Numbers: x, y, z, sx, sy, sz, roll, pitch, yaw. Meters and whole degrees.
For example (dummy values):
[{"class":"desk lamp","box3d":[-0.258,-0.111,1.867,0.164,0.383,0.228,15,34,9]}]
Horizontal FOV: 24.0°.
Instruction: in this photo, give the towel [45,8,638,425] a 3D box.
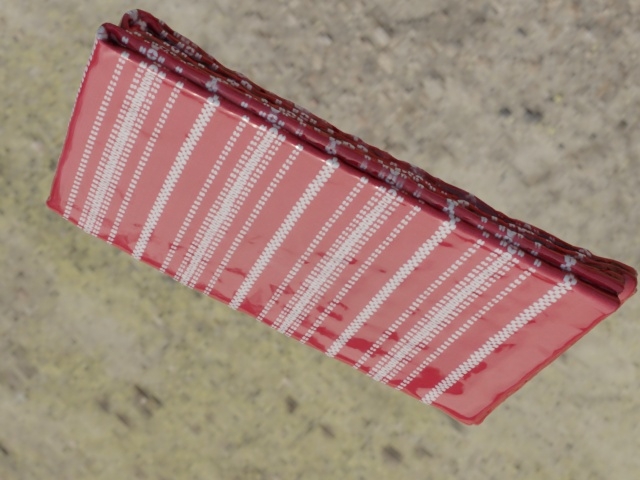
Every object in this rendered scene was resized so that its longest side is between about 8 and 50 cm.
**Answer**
[{"class":"towel","box3d":[0.000,0.000,0.757,0.275,0.031,0.199,27,151,-5]}]
